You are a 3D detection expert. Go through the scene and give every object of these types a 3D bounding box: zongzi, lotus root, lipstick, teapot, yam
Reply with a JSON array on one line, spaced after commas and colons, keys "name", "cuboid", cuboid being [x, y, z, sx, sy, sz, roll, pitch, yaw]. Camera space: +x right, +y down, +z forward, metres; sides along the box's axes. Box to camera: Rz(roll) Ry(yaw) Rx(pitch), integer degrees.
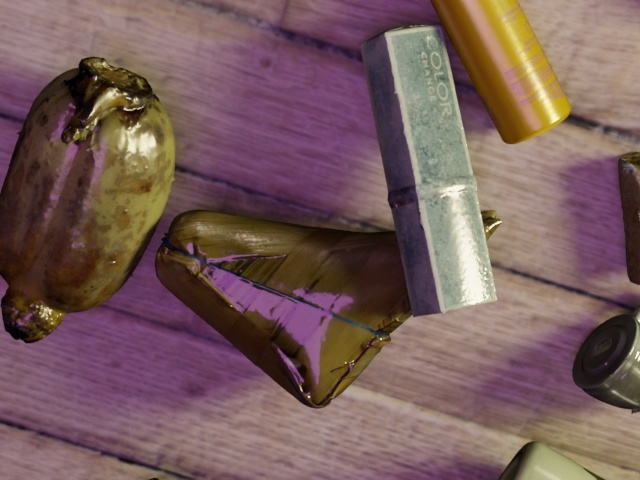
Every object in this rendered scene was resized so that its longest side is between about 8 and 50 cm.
[{"name": "zongzi", "cuboid": [0.000, 0.000, 1.794, 0.260, 0.123, 0.289, 42, 93, -2]}, {"name": "lotus root", "cuboid": [-0.258, -0.038, 1.790, 0.173, 0.173, 0.309, 24, 108, 0]}, {"name": "lipstick", "cuboid": [0.107, -0.072, 1.724, 0.077, 0.076, 0.289, -10, 89, -23]}, {"name": "teapot", "cuboid": [0.335, 0.127, 1.792, 0.091, 0.092, 0.124, 38, 115, -22]}, {"name": "yam", "cuboid": [0.336, -0.023, 1.765, 0.054, 0.054, 0.132, -4, 106, 9]}]

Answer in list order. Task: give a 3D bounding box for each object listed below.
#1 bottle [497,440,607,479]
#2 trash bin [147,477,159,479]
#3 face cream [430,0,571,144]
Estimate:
[{"name": "bottle", "cuboid": [0.323, 0.370, 1.789, 0.352, 0.229, 0.229, 29, 108, 5]}, {"name": "trash bin", "cuboid": [-0.157, 0.437, 1.875, 0.203, 0.252, 0.301, -42, 94, -17]}, {"name": "face cream", "cuboid": [0.156, -0.231, 1.713, 0.078, 0.078, 0.273, -26, 102, 14]}]
